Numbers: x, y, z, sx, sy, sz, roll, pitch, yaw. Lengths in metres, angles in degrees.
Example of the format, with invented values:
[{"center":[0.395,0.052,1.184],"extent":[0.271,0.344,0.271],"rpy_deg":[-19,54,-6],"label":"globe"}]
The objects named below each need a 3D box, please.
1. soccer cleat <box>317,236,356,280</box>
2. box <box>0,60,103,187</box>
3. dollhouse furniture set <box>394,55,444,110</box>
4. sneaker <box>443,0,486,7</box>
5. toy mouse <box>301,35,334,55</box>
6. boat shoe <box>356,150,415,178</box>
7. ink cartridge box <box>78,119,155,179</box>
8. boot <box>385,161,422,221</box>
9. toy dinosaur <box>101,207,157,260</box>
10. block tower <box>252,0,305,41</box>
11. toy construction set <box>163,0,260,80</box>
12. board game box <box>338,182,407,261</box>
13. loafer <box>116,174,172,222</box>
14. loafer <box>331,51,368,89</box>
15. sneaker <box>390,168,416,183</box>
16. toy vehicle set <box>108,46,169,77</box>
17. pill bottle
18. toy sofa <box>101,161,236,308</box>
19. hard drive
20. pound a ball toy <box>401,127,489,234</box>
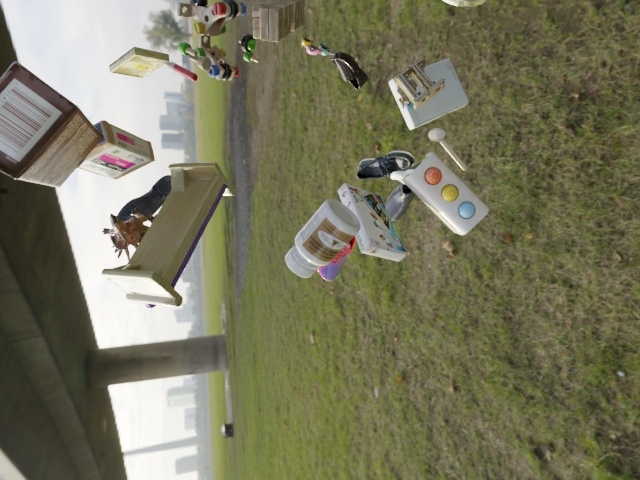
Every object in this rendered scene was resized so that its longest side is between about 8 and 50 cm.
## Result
[{"center":[0.061,0.050,1.392],"extent":[0.095,0.083,0.248],"rpy_deg":[-44,4,31],"label":"soccer cleat"},{"center":[-0.642,-0.241,0.932],"extent":[0.191,0.143,0.381],"rpy_deg":[-55,19,-10],"label":"box"},{"center":[0.374,-0.562,1.515],"extent":[0.129,0.129,0.184],"rpy_deg":[58,-171,15],"label":"dollhouse furniture set"},{"center":[0.399,-0.928,1.304],"extent":[0.158,0.410,0.182],"rpy_deg":[-46,-5,17],"label":"sneaker"},{"center":[-0.013,-0.727,1.540],"extent":[0.161,0.143,0.031],"rpy_deg":[-54,-8,-52],"label":"toy mouse"},{"center":[0.325,-0.379,2.105],"extent":[0.340,0.113,0.127],"rpy_deg":[4,135,40],"label":"boat shoe"},{"center":[-0.748,-0.313,1.437],"extent":[0.235,0.193,0.088],"rpy_deg":[18,-127,-72],"label":"ink cartridge box"},{"center":[0.411,-0.238,1.973],"extent":[0.338,0.118,0.223],"rpy_deg":[-62,-7,15],"label":"boot"},{"center":[-0.576,-0.004,1.322],"extent":[0.200,0.296,0.127],"rpy_deg":[40,101,42],"label":"toy dinosaur"},{"center":[-0.134,-0.752,1.358],"extent":[0.335,0.091,0.097],"rpy_deg":[-69,-13,-53],"label":"block tower"},{"center":[-0.401,-0.673,1.347],"extent":[0.237,0.309,0.257],"rpy_deg":[31,153,19],"label":"toy construction set"},{"center":[0.190,-0.070,1.505],"extent":[0.053,0.193,0.305],"rpy_deg":[-47,45,34],"label":"board game box"},{"center":[-0.733,-0.157,1.739],"extent":[0.109,0.302,0.095],"rpy_deg":[45,164,-2],"label":"loafer"},{"center":[0.127,-0.744,1.781],"extent":[0.080,0.220,0.078],"rpy_deg":[14,82,51],"label":"loafer"},{"center":[0.355,-0.266,1.720],"extent":[0.152,0.054,0.061],"rpy_deg":[4,89,54],"label":"sneaker"},{"center":[-0.862,-0.840,1.918],"extent":[0.267,0.166,0.035],"rpy_deg":[-3,96,40],"label":"toy vehicle set"},{"center":[0.000,0.000,1.195],"extent":[0.229,0.131,0.131],"rpy_deg":[-49,38,25],"label":"pill bottle"},{"center":[-0.342,-0.012,0.997],"extent":[0.177,0.150,0.362],"rpy_deg":[66,-147,-48],"label":"toy sofa"},{"center":[0.499,-0.671,1.839],"extent":[0.233,0.353,0.047],"rpy_deg":[64,156,-5],"label":"hard drive"},{"center":[0.430,-0.202,1.349],"extent":[0.319,0.208,0.136],"rpy_deg":[45,-176,-4],"label":"pound a ball toy"}]
